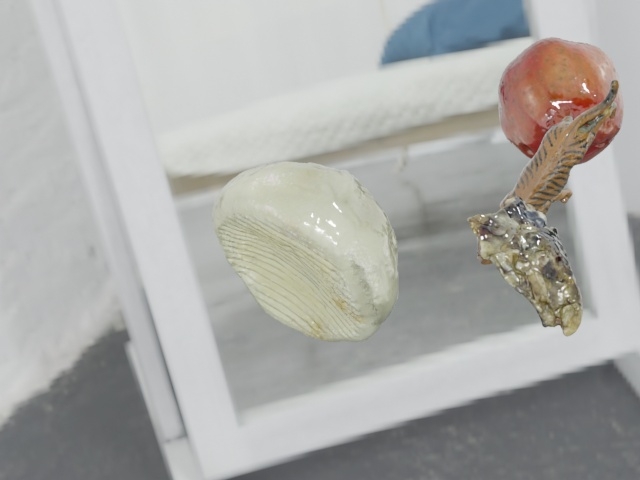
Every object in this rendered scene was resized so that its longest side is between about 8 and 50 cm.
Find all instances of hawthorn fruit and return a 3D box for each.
[{"bbox_3d":[0.339,-0.179,2.188,0.179,0.179,0.200,-16,46,-5],"label":"hawthorn fruit"}]

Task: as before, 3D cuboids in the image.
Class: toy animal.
[{"bbox_3d":[0.247,-0.071,1.692,0.057,0.241,0.099,38,28,10],"label":"toy animal"}]

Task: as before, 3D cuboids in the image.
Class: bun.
[{"bbox_3d":[0.000,0.000,1.328,0.183,0.183,0.102,20,52,38],"label":"bun"}]

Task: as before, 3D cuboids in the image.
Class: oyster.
[{"bbox_3d":[0.199,0.021,1.444,0.103,0.051,0.148,-10,66,-48],"label":"oyster"}]
